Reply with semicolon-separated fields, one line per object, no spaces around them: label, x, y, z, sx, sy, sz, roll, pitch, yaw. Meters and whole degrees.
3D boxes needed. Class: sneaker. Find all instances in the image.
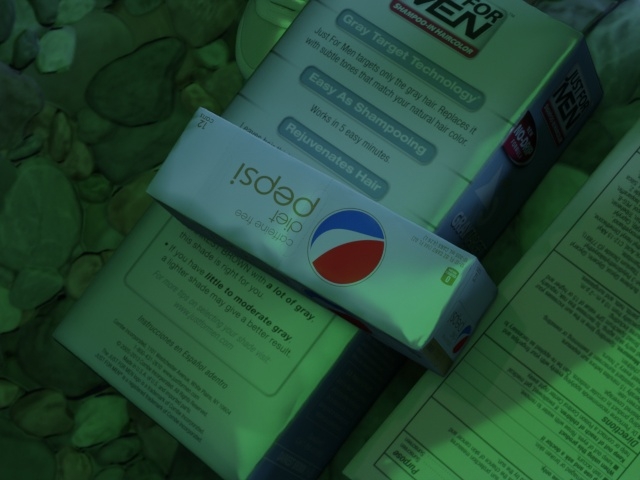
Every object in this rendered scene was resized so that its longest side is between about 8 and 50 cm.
sneaker;-0.005;-0.217;1.202;0.087;0.092;0.229;22;81;22

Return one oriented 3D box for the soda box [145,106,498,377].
soda box;0.000;0.000;1.010;0.216;0.074;0.069;29;83;23

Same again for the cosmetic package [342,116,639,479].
cosmetic package;0.181;0.088;1.023;0.160;0.113;0.309;40;88;26

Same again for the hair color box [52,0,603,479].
hair color box;0.009;-0.020;1.118;0.185;0.113;0.374;36;86;25
